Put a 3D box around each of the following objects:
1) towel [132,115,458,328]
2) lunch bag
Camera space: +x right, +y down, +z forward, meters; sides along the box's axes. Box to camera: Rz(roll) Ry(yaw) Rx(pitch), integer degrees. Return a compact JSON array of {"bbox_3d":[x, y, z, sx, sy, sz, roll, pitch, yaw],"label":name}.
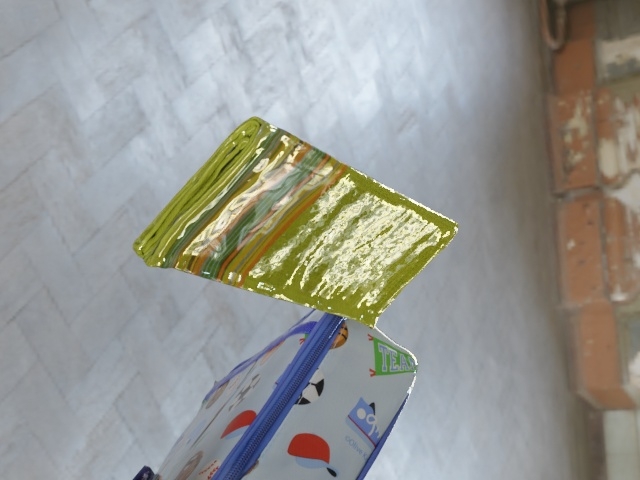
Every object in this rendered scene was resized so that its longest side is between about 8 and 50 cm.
[{"bbox_3d":[0.000,0.000,0.613,0.237,0.102,0.021,22,28,-54],"label":"towel"},{"bbox_3d":[-0.053,0.174,0.837,0.115,0.303,0.243,38,58,-8],"label":"lunch bag"}]
